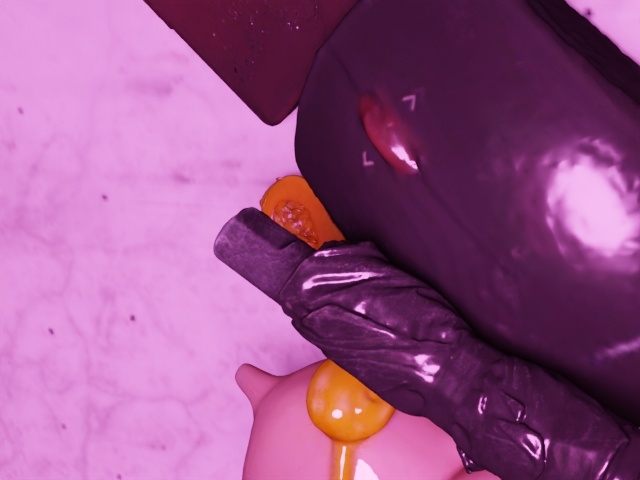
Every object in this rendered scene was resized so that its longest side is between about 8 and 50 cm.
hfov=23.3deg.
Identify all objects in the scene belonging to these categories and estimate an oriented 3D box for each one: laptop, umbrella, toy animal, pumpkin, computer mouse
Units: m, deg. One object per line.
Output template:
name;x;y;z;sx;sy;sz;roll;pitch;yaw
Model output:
laptop;-0.053;-0.180;0.834;0.207;0.026;0.154;47;128;10
umbrella;0.048;0.052;0.730;0.235;0.059;0.066;36;124;20
toy animal;0.054;0.140;0.810;0.248;0.165;0.149;42;106;27
pumpkin;0.000;0.000;0.866;0.050;0.028;0.083;-33;81;35
computer mouse;0.103;-0.013;0.754;0.269;0.100;0.170;43;123;11
